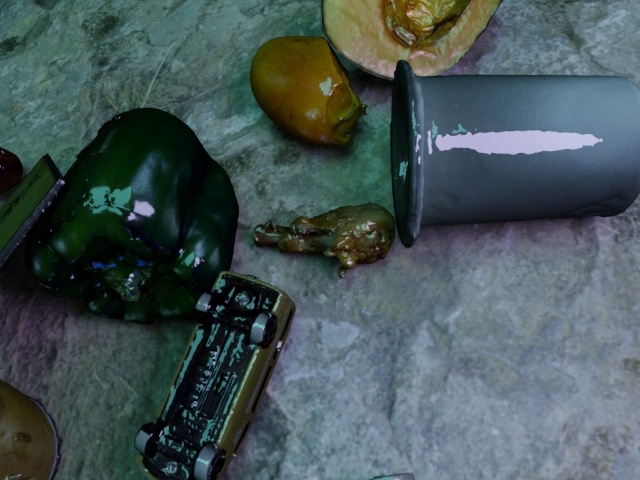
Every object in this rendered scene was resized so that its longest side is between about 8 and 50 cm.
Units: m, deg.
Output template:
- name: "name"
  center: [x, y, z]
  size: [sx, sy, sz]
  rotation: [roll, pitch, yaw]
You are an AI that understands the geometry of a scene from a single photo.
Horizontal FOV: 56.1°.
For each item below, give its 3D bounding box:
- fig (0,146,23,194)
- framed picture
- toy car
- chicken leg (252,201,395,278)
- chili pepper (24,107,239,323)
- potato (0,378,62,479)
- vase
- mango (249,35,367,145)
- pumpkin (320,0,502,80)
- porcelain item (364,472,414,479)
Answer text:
- name: "fig"
  center: [-0.554, -0.096, 0.990]
  size: [0.089, 0.089, 0.125]
  rotation: [42, 101, 27]
- name: "framed picture"
  center: [-0.436, -0.002, 0.804]
  size: [0.255, 0.014, 0.338]
  rotation: [-54, 30, -6]
- name: "toy car"
  center: [-0.117, 0.172, 0.729]
  size: [0.101, 0.124, 0.257]
  rotation: [17, 74, 19]
- name: "chicken leg"
  center: [0.001, -0.001, 0.827]
  size: [0.207, 0.085, 0.101]
  rotation: [-3, 47, 19]
- name: "chili pepper"
  center: [-0.242, -0.033, 0.805]
  size: [0.233, 0.249, 0.257]
  rotation: [-8, 49, 19]
- name: "potato"
  center: [-0.495, 0.267, 0.701]
  size: [0.299, 0.196, 0.246]
  rotation: [-31, 59, -6]
- name: "vase"
  center: [0.242, -0.119, 0.781]
  size: [0.291, 0.245, 0.245]
  rotation: [-3, 60, -1]
- name: "mango"
  center: [-0.028, -0.249, 0.946]
  size: [0.154, 0.126, 0.252]
  rotation: [-39, 52, 0]
- name: "pumpkin"
  center: [0.154, -0.334, 0.980]
  size: [0.312, 0.148, 0.169]
  rotation: [-7, 95, -2]
- name: "porcelain item"
  center: [0.088, 0.358, 0.622]
  size: [0.084, 0.054, 0.213]
  rotation: [-15, 59, 5]
